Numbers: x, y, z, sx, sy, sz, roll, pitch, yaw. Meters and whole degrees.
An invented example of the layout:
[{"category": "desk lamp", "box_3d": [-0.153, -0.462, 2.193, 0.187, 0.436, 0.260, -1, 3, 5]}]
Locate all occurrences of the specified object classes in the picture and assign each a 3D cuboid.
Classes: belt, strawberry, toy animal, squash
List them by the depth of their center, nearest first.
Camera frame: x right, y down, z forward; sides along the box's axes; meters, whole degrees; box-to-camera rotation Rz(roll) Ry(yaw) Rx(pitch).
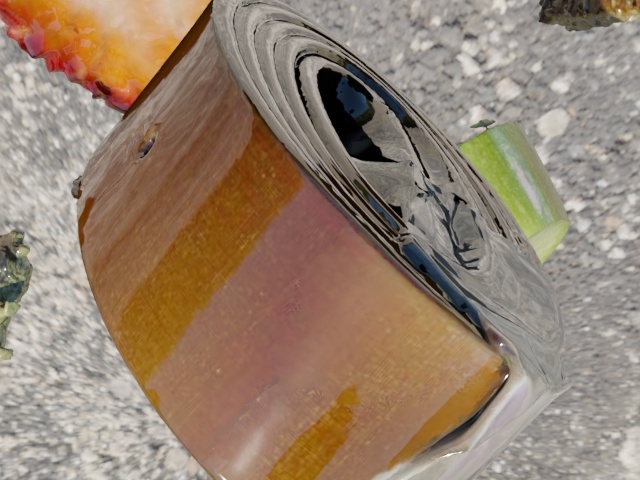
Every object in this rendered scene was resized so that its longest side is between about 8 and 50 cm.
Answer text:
[{"category": "belt", "box_3d": [0.000, 0.000, 0.543, 0.217, 0.338, 0.122, 36, 108, -21]}, {"category": "toy animal", "box_3d": [-0.332, 0.089, 1.074, 0.086, 0.069, 0.219, 19, 58, 21]}, {"category": "squash", "box_3d": [0.155, -0.026, 1.076, 0.170, 0.170, 0.123, -34, 69, -10]}, {"category": "strawberry", "box_3d": [-0.190, -0.274, 1.112, 0.265, 0.336, 0.149, -23, 46, 2]}]

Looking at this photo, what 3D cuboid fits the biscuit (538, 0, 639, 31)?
[{"category": "biscuit", "box_3d": [0.168, -0.187, 0.653, 0.026, 0.237, 0.131, 17, 91, -18]}]
